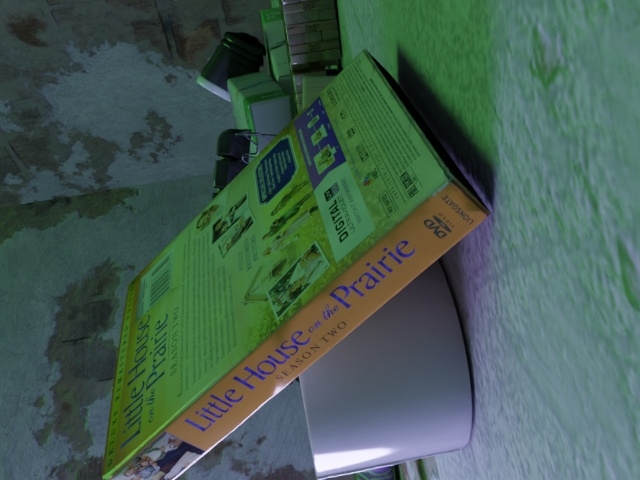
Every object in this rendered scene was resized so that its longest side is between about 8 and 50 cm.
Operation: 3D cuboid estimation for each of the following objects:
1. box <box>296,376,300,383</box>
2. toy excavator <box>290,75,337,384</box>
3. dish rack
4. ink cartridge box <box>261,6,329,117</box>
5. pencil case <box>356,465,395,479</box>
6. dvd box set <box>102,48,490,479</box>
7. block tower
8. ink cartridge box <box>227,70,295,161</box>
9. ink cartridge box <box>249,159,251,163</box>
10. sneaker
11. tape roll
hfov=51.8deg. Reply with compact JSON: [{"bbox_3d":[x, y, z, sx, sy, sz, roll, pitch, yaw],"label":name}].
[{"bbox_3d":[-0.016,0.208,1.519,0.293,0.073,0.296,19,119,59],"label":"box"},{"bbox_3d":[0.000,0.000,1.164,0.433,0.222,0.446,92,176,-65],"label":"toy excavator"},{"bbox_3d":[-0.041,-0.064,0.993,0.074,0.271,0.209,0,-84,-73],"label":"dish rack"},{"bbox_3d":[-0.053,-0.369,1.478,0.199,0.114,0.273,85,173,-48],"label":"ink cartridge box"},{"bbox_3d":[0.116,0.452,1.355,0.086,0.088,0.206,11,118,40],"label":"pencil case"},{"bbox_3d":[-0.057,0.019,0.672,0.062,0.420,0.308,38,-161,-29],"label":"dvd box set"},{"bbox_3d":[-0.011,-0.311,1.179,0.091,0.097,0.336,-108,10,-63],"label":"block tower"},{"bbox_3d":[-0.116,-0.241,1.343,0.212,0.093,0.155,-129,25,-57],"label":"ink cartridge box"},{"bbox_3d":[-0.065,-0.177,1.529,0.273,0.196,0.114,-105,8,-50],"label":"ink cartridge box"},{"bbox_3d":[-0.157,-0.382,1.506,0.147,0.104,0.295,-58,-17,12],"label":"sneaker"},{"bbox_3d":[0.055,0.129,0.755,0.246,0.169,0.246,170,90,-86],"label":"tape roll"}]
